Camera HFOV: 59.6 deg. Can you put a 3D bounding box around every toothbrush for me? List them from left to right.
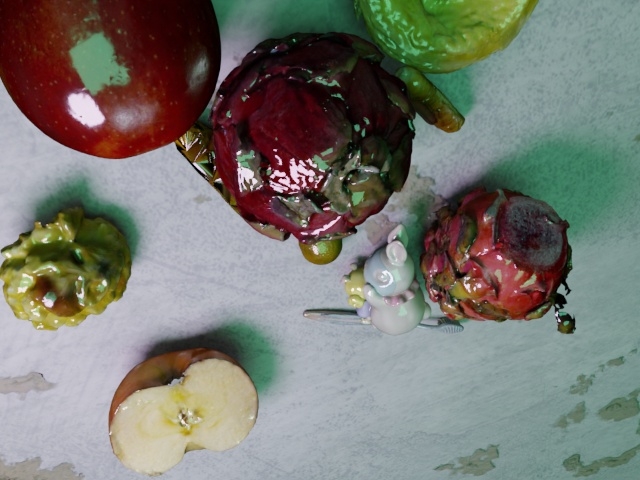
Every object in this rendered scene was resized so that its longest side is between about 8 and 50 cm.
[{"bbox_3d":[0.144,0.178,1.238,0.374,0.037,0.028,6,120,-13],"label":"toothbrush"}]

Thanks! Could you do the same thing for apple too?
[{"bbox_3d":[-0.267,-0.269,0.723,0.288,0.288,0.317,-9,122,-6],"label":"apple"},{"bbox_3d":[-0.292,0.326,1.166,0.292,0.163,0.252,-15,117,-18],"label":"apple"}]

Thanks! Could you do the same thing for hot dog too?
[{"bbox_3d":[0.178,-0.225,0.930,0.215,0.066,0.047,18,97,-56],"label":"hot dog"}]

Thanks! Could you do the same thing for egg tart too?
[{"bbox_3d":[0.187,-0.408,0.825,0.314,0.120,0.315,-6,123,-10],"label":"egg tart"}]

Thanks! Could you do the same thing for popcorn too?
[{"bbox_3d":[-0.436,0.046,0.963,0.169,0.218,0.189,-8,117,48],"label":"popcorn"}]

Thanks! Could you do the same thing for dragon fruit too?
[{"bbox_3d":[-0.010,-0.155,0.835,0.328,0.329,0.329,-5,123,-8],"label":"dragon fruit"},{"bbox_3d":[0.323,0.045,1.063,0.268,0.250,0.291,20,150,-7],"label":"dragon fruit"}]

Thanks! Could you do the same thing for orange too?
[{"bbox_3d":[0.000,0.000,1.067,0.085,0.085,0.095,-13,116,-3],"label":"orange"}]

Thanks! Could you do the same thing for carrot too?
[{"bbox_3d":[-0.165,-0.112,0.973,0.069,0.069,0.229,-32,123,9],"label":"carrot"}]

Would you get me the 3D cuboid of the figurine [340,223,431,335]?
[{"bbox_3d":[0.126,0.074,1.112,0.155,0.127,0.236,4,134,29],"label":"figurine"}]
